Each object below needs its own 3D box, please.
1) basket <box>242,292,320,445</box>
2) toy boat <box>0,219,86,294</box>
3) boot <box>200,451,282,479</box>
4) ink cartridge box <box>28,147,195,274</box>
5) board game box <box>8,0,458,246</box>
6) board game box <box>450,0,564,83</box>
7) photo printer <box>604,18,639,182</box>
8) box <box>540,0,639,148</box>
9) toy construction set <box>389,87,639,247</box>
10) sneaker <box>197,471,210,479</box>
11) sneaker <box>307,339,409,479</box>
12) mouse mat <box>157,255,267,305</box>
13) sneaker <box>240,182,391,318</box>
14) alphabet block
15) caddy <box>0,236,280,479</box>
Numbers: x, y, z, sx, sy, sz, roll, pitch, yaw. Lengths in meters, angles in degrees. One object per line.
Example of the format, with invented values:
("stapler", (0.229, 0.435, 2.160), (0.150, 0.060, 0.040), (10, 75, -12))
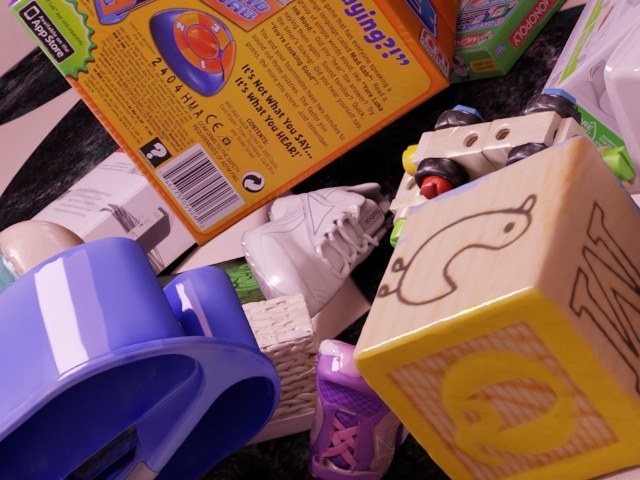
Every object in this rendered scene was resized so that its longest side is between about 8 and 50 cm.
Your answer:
("basket", (-0.073, 0.129, 1.816), (0.167, 0.103, 0.113), (-13, 24, -2))
("toy boat", (-0.271, 0.108, 2.136), (0.148, 0.267, 0.318), (-41, -9, 1))
("boot", (-0.140, 0.336, 1.570), (0.260, 0.131, 0.348), (-33, 23, 16))
("ink cartridge box", (-0.261, -0.022, 2.416), (0.273, 0.114, 0.197), (-40, 22, -19))
("board game box", (-0.084, -0.284, 2.188), (0.356, 0.356, 0.356), (-32, 17, 19))
("board game box", (0.176, -0.277, 2.334), (0.213, 0.046, 0.317), (-51, 25, -24))
("photo printer", (0.375, -0.149, 1.519), (0.107, 0.256, 0.307), (20, 61, 42))
("box", (0.349, -0.226, 1.777), (0.231, 0.126, 0.262), (-42, 13, 49))
("toy construction set", (0.199, -0.040, 1.661), (0.327, 0.215, 0.151), (-20, 42, 33))
("sneaker", (-0.146, 0.228, 1.888), (0.077, 0.072, 0.178), (-40, 11, 32))
("sneaker", (0.030, 0.163, 1.596), (0.236, 0.095, 0.105), (86, -152, -67))
("mouse mat", (-0.111, 0.052, 2.109), (0.189, 0.007, 0.152), (-14, 21, -11))
("sneaker", (0.000, 0.000, 1.983), (0.129, 0.111, 0.297), (-24, 17, 17))
("alphabet block", (0.171, 0.069, 1.504), (0.192, 0.193, 0.197), (-25, 27, 34))
("caddy", (-0.195, 0.154, 1.627), (0.341, 0.241, 0.179), (-39, 54, 27))
